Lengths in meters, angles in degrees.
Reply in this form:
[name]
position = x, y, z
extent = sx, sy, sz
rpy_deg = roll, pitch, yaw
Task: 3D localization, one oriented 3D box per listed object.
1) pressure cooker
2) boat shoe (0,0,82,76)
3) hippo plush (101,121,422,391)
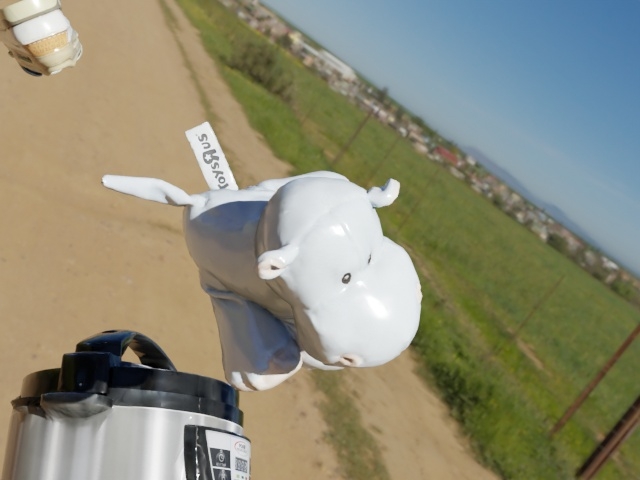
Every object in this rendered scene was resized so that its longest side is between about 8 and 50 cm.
[pressure cooker]
position = -0.301, 0.349, 1.314
extent = 0.375, 0.421, 0.370
rpy_deg = 14, -25, -29
[boat shoe]
position = -0.412, -0.291, 1.253
extent = 0.103, 0.113, 0.302
rpy_deg = 69, -10, -17
[hippo plush]
position = 0.000, 0.000, 0.805
extent = 0.236, 0.234, 0.294
rpy_deg = -10, -69, 57
